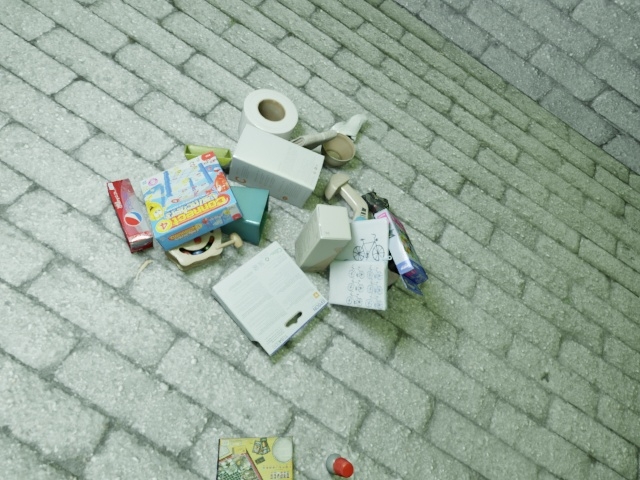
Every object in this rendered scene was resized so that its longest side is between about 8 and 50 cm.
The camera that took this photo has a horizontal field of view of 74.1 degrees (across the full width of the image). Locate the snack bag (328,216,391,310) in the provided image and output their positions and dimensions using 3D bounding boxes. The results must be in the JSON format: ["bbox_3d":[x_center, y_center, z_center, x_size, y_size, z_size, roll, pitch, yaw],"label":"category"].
[{"bbox_3d":[0.139,0.082,1.611,0.037,0.323,0.343,5,86,-37],"label":"snack bag"}]

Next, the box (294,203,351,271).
[{"bbox_3d":[0.000,0.000,1.656,0.121,0.311,0.148,4,64,-19],"label":"box"}]

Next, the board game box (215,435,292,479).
[{"bbox_3d":[-0.212,0.729,1.376,0.243,0.042,0.165,7,63,-18],"label":"board game box"}]

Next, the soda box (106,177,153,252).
[{"bbox_3d":[-0.703,-0.092,1.562,0.083,0.092,0.263,-19,73,-28],"label":"soda box"}]

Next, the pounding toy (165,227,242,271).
[{"bbox_3d":[-0.439,-0.005,1.583,0.269,0.155,0.154,-22,79,-28],"label":"pounding toy"}]

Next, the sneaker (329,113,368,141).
[{"bbox_3d":[0.157,-0.551,2.130,0.232,0.090,0.115,-31,85,-21],"label":"sneaker"}]

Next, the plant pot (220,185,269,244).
[{"bbox_3d":[-0.337,-0.114,1.679,0.234,0.166,0.165,12,61,-2],"label":"plant pot"}]

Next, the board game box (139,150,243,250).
[{"bbox_3d":[-0.483,-0.156,1.573,0.308,0.086,0.302,-26,56,-8],"label":"board game box"}]

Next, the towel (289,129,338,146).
[{"bbox_3d":[-0.072,-0.422,1.861,0.187,0.282,0.049,-22,98,-34],"label":"towel"}]

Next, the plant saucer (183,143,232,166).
[{"bbox_3d":[-0.467,-0.349,1.759,0.188,0.045,0.188,3,23,-16],"label":"plant saucer"}]

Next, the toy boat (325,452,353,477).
[{"bbox_3d":[0.007,0.848,1.354,0.267,0.148,0.318,35,64,-6],"label":"toy boat"}]

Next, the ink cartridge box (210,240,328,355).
[{"bbox_3d":[-0.189,0.217,1.622,0.324,0.071,0.330,-38,86,-32],"label":"ink cartridge box"}]

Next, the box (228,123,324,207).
[{"bbox_3d":[-0.190,-0.304,1.779,0.345,0.215,0.168,21,68,-11],"label":"box"}]

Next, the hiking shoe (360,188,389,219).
[{"bbox_3d":[0.293,-0.146,1.972,0.114,0.086,0.227,-36,81,-27],"label":"hiking shoe"}]

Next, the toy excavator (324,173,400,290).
[{"bbox_3d":[0.188,-0.049,1.839,0.433,0.222,0.445,25,46,-10],"label":"toy excavator"}]

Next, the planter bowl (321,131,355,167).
[{"bbox_3d":[0.070,-0.414,2.005,0.162,0.109,0.162,9,62,-16],"label":"planter bowl"}]

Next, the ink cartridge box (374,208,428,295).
[{"bbox_3d":[0.311,0.046,1.577,0.186,0.065,0.311,30,37,-54],"label":"ink cartridge box"}]

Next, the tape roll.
[{"bbox_3d":[-0.239,-0.532,1.911,0.246,0.169,0.246,9,62,-18],"label":"tape roll"}]
